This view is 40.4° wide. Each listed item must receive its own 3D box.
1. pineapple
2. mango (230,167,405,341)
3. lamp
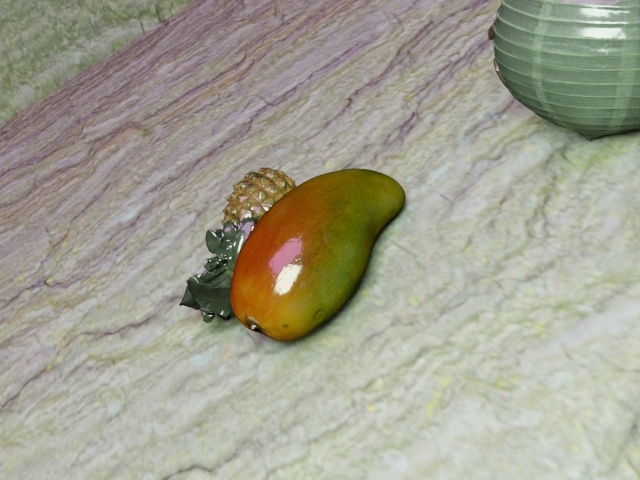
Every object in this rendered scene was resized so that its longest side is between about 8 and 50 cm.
[{"bbox_3d":[-0.102,0.011,1.122,0.111,0.119,0.237,3,40,25],"label":"pineapple"},{"bbox_3d":[-0.005,0.001,1.043,0.146,0.129,0.289,-5,32,30],"label":"mango"},{"bbox_3d":[0.324,-0.229,1.001,0.265,0.233,0.233,5,41,13],"label":"lamp"}]
